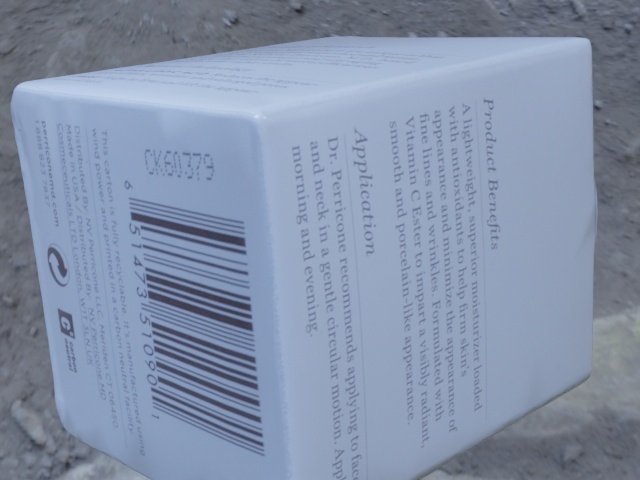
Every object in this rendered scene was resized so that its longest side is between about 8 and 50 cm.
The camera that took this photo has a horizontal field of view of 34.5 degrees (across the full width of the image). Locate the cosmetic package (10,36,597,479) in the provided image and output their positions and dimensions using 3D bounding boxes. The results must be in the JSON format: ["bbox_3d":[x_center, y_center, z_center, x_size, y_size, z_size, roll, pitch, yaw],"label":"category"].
[{"bbox_3d":[0.000,0.000,0.423,0.184,0.151,0.151,-18,111,-41],"label":"cosmetic package"}]
